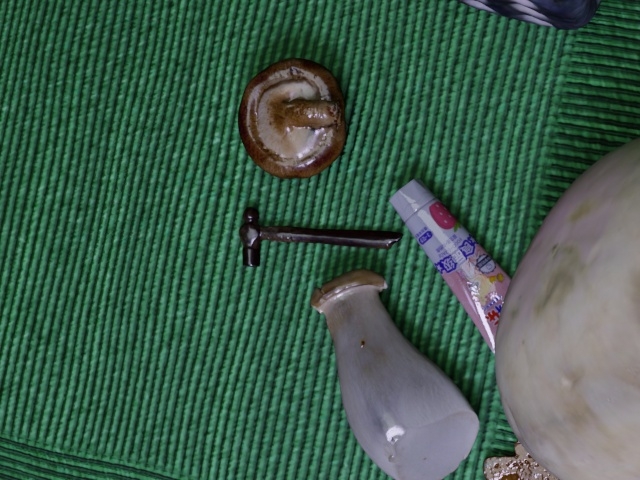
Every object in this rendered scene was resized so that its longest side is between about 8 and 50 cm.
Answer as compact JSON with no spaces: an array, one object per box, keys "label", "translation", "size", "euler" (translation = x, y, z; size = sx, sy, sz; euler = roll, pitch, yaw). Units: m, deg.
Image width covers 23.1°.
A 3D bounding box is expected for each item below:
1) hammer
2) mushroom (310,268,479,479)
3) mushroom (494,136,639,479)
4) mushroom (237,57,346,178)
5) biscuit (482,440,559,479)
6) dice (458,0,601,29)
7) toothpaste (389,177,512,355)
[{"label":"hammer","translation":[0.000,0.000,1.644],"size":[0.178,0.021,0.065],"euler":[3,87,14]},{"label":"mushroom","translation":[0.064,0.139,1.583],"size":[0.116,0.093,0.225],"euler":[-34,67,-3]},{"label":"mushroom","translation":[0.318,0.087,1.376],"size":[0.353,0.325,0.353],"euler":[3,98,22]},{"label":"mushroom","translation":[-0.030,-0.127,1.625],"size":[0.127,0.087,0.127],"euler":[-2,83,13]},{"label":"biscuit","translation":[0.230,0.238,1.554],"size":[0.130,0.019,0.119],"euler":[-45,75,10]},{"label":"dice","translation":[0.197,-0.315,1.520],"size":[0.181,0.182,0.183],"euler":[17,90,19]},{"label":"toothpaste","translation":[0.144,0.023,1.589],"size":[0.067,0.043,0.194],"euler":[-40,82,9]}]
